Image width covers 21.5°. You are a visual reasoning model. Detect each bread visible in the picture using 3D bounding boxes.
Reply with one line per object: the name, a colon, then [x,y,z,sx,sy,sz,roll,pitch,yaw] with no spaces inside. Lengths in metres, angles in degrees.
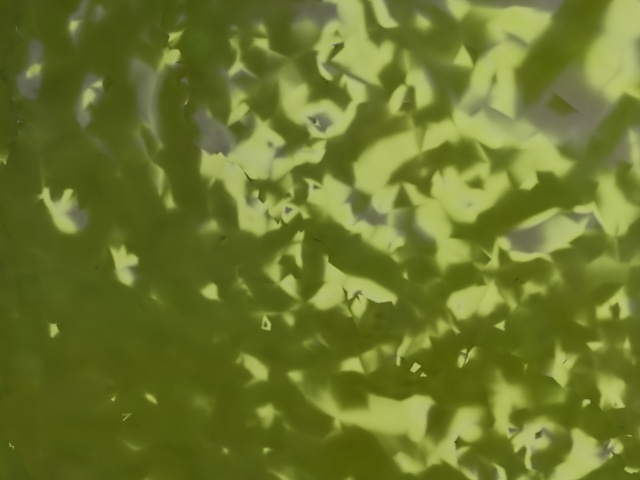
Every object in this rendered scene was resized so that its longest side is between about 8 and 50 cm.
bread: [0.000,0.000,0.532,0.348,0.308,0.348,1,109,2]
